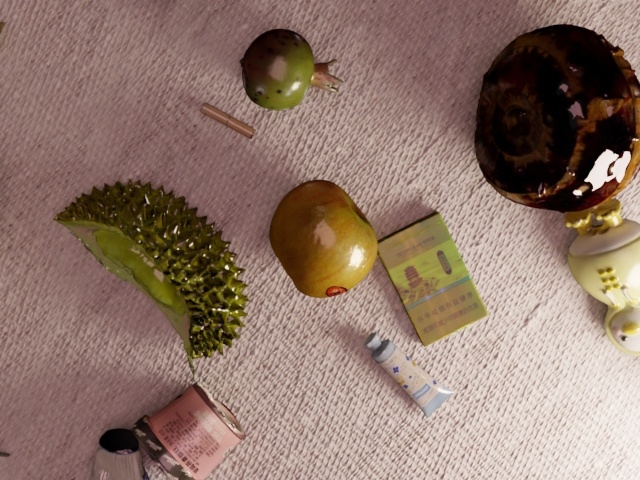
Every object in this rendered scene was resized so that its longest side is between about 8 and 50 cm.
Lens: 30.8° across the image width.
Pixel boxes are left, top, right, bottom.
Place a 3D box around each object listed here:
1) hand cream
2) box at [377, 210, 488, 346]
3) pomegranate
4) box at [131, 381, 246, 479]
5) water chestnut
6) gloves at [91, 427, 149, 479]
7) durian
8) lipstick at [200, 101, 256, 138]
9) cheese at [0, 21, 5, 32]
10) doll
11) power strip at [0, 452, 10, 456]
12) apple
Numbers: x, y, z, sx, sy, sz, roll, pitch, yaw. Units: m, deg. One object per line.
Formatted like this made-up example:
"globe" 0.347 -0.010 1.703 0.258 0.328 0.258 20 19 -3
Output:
"hand cream" 0.141 0.218 1.928 0.171 0.043 0.065 43 98 -12
"box" 0.182 0.064 1.918 0.121 0.030 0.193 -26 97 -1
"pomegranate" -0.047 -0.272 1.817 0.159 0.129 0.129 -18 97 -9
"box" -0.206 0.310 1.865 0.135 0.151 0.151 -42 97 -7
"water chestnut" 0.386 -0.189 1.807 0.300 0.300 0.299 0 97 -4
"gloves" -0.320 0.416 1.890 0.119 0.097 0.229 10 103 19
"durian" -0.249 0.036 1.864 0.352 0.158 0.169 46 126 -7
"lipstick" -0.149 -0.193 1.871 0.094 0.019 0.019 29 94 -6
"cheese" -0.529 -0.317 1.821 0.084 0.041 0.060 2 89 11
"doll" 0.493 0.075 1.894 0.141 0.117 0.296 -19 98 24
"power strip" -0.633 0.326 1.894 0.253 0.027 0.060 14 96 -5
"apple" 0.000 0.000 1.828 0.155 0.182 0.182 -37 98 12
